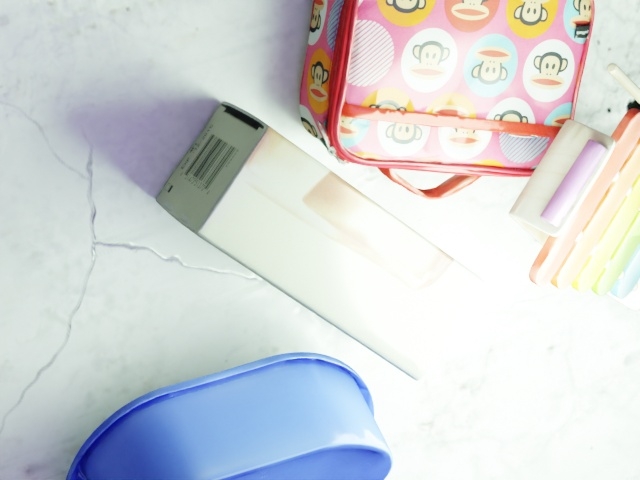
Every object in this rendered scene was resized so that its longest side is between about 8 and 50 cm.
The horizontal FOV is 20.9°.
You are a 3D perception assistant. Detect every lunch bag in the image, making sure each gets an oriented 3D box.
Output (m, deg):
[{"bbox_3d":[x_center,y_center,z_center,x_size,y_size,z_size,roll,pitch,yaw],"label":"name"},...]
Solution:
[{"bbox_3d":[0.125,-0.168,1.786,0.293,0.120,0.258,3,106,-25],"label":"lunch bag"}]

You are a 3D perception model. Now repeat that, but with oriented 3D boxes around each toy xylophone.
[{"bbox_3d":[0.310,-0.051,1.847,0.322,0.081,0.236,18,101,-58],"label":"toy xylophone"}]

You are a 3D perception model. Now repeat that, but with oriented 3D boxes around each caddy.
[{"bbox_3d":[-0.087,0.245,1.765,0.341,0.179,0.241,-14,132,-19],"label":"caddy"}]

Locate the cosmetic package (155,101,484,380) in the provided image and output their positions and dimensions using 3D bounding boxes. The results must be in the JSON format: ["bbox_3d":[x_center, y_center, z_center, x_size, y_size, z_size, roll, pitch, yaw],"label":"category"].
[{"bbox_3d":[0.000,0.000,1.752,0.296,0.153,0.129,35,89,-27],"label":"cosmetic package"}]
